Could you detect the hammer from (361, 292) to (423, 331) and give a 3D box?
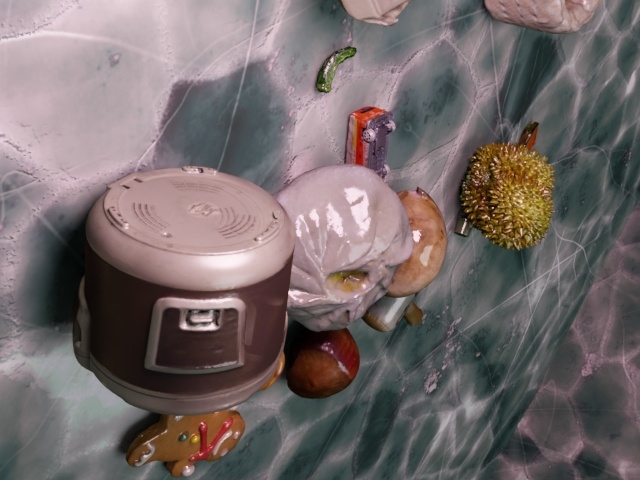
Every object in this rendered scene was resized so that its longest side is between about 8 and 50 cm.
[{"bbox_3d":[0.209,0.155,2.056,0.202,0.113,0.305,-53,151,-3],"label":"hammer"}]

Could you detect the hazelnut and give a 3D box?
[{"bbox_3d":[-0.002,0.272,1.841,0.170,0.161,0.201,-2,155,-39],"label":"hazelnut"}]

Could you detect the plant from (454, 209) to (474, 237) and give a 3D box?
[{"bbox_3d":[0.390,-0.061,2.167,0.051,0.051,0.102,34,74,-57],"label":"plant"}]

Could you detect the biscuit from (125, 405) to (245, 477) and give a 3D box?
[{"bbox_3d":[-0.244,0.397,1.672,0.216,0.047,0.340,-50,151,-4],"label":"biscuit"}]

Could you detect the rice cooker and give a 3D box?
[{"bbox_3d":[-0.209,0.087,1.261,0.335,0.335,0.325,-21,132,-43],"label":"rice cooker"}]

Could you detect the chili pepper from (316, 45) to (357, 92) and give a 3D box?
[{"bbox_3d":[0.026,-0.326,1.501,0.118,0.035,0.055,-57,160,-21],"label":"chili pepper"}]

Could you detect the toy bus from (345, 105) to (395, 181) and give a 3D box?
[{"bbox_3d":[0.096,-0.185,1.656,0.079,0.077,0.174,-29,137,-38],"label":"toy bus"}]

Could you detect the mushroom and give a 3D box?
[{"bbox_3d":[0.181,0.000,1.805,0.255,0.184,0.255,-168,-90,-87],"label":"mushroom"}]

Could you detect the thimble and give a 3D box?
[{"bbox_3d":[0.493,-0.596,1.751,0.291,0.195,0.292,-34,137,-39],"label":"thimble"}]

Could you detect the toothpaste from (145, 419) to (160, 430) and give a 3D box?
[{"bbox_3d":[-0.308,0.363,1.612,0.083,0.020,0.017,-27,137,-40],"label":"toothpaste"}]

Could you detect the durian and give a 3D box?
[{"bbox_3d":[0.479,-0.113,2.047,0.224,0.291,0.291,-12,127,-29],"label":"durian"}]

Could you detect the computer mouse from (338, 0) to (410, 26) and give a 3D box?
[{"bbox_3d":[0.114,-0.514,1.374,0.429,0.145,0.228,-46,139,-40],"label":"computer mouse"}]

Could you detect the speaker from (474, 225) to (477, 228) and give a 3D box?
[{"bbox_3d":[0.507,-0.085,2.305,0.191,0.040,0.046,-29,134,-36],"label":"speaker"}]

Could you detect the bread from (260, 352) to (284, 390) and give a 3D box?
[{"bbox_3d":[-0.140,0.259,1.697,0.119,0.084,0.177,-60,151,3],"label":"bread"}]

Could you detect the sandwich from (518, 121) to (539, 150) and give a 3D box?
[{"bbox_3d":[0.574,-0.275,2.259,0.069,0.026,0.101,-40,145,-33],"label":"sandwich"}]

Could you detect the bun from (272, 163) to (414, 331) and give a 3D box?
[{"bbox_3d":[0.032,0.018,1.572,0.354,0.194,0.355,-14,122,-24],"label":"bun"}]
